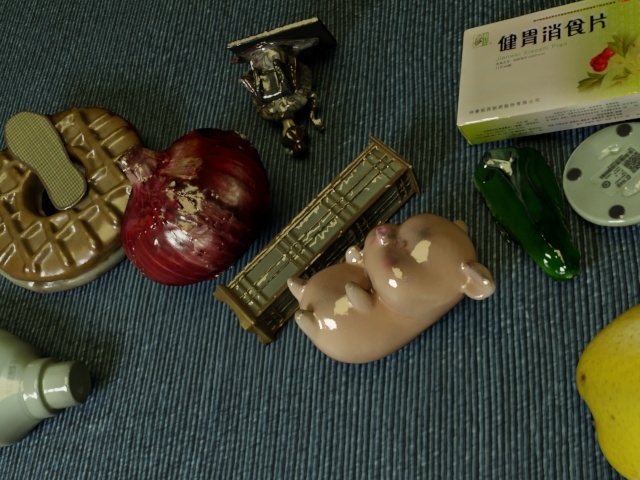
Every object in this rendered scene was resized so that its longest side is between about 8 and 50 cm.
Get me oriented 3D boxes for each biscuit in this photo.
[{"bbox_3d":[-0.419,-0.072,1.166,0.331,0.103,0.332,-7,65,14],"label":"biscuit"}]

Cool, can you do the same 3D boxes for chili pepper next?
[{"bbox_3d":[0.291,-0.040,0.954,0.108,0.062,0.216,-25,63,5],"label":"chili pepper"}]

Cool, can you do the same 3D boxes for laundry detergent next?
[{"bbox_3d":[-0.538,0.221,1.057,0.397,0.125,0.264,-11,62,11],"label":"laundry detergent"}]

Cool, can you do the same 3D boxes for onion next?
[{"bbox_3d":[-0.192,-0.059,1.009,0.252,0.219,0.252,-29,37,25],"label":"onion"}]

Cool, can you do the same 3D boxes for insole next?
[{"bbox_3d":[-0.447,-0.138,1.144,0.086,0.005,0.253,-43,61,-5],"label":"insole"}]

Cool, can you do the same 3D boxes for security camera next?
[{"bbox_3d":[0.463,-0.128,0.934,0.301,0.080,0.157,-42,47,8],"label":"security camera"}]

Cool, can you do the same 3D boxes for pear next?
[{"bbox_3d":[0.371,0.163,0.778,0.178,0.267,0.267,-6,62,42],"label":"pear"}]

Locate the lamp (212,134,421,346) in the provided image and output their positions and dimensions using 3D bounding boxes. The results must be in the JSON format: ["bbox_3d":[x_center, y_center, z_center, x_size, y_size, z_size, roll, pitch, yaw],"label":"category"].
[{"bbox_3d":[0.000,0.000,1.010,0.325,0.090,0.089,-44,61,-7],"label":"lamp"}]

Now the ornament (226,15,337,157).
[{"bbox_3d":[-0.047,-0.228,1.141,0.166,0.153,0.196,-12,87,13],"label":"ornament"}]

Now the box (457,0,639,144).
[{"bbox_3d":[0.330,-0.242,1.000,0.260,0.062,0.175,-6,62,31],"label":"box"}]

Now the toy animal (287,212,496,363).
[{"bbox_3d":[0.090,0.063,0.916,0.250,0.154,0.167,-31,44,15],"label":"toy animal"}]
